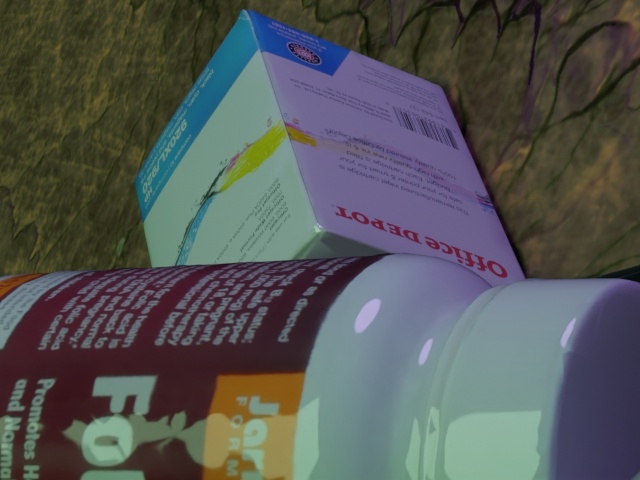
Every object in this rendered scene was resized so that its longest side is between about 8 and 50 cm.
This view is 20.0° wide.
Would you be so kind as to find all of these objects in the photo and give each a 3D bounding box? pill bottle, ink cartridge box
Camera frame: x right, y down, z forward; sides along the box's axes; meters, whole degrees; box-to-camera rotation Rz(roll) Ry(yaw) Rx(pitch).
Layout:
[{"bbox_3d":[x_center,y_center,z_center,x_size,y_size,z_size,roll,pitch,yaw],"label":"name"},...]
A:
[{"bbox_3d":[-0.018,0.120,0.943,0.392,0.224,0.224,-4,67,33],"label":"pill bottle"},{"bbox_3d":[0.000,0.000,1.201,0.168,0.171,0.232,-53,33,28],"label":"ink cartridge box"}]

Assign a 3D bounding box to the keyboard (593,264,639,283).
[{"bbox_3d":[0.222,0.091,0.928,0.317,0.033,0.201,-19,55,54],"label":"keyboard"}]

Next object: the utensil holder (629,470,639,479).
[{"bbox_3d":[0.209,0.200,0.601,0.385,0.328,0.327,-51,35,34],"label":"utensil holder"}]
